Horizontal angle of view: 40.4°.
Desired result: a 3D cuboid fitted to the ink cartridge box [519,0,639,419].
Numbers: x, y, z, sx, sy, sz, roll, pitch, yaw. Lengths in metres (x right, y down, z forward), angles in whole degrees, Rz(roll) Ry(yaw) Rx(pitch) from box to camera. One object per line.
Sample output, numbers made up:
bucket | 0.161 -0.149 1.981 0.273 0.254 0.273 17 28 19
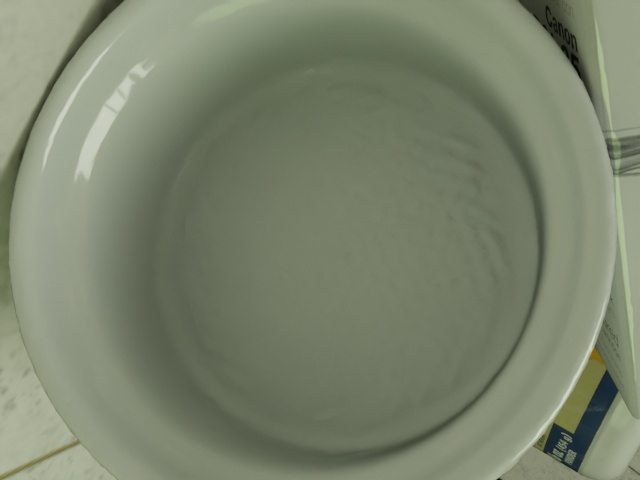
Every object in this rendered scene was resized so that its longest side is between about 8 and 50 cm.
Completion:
ink cartridge box | 0.178 -0.083 0.470 0.207 0.117 0.283 -95 169 -60

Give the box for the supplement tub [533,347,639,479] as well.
supplement tub | 0.179 0.050 0.813 0.228 0.316 0.228 -47 153 -32

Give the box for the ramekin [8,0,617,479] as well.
ramekin | 0.000 0.000 0.446 0.277 0.277 0.135 -61 166 0
